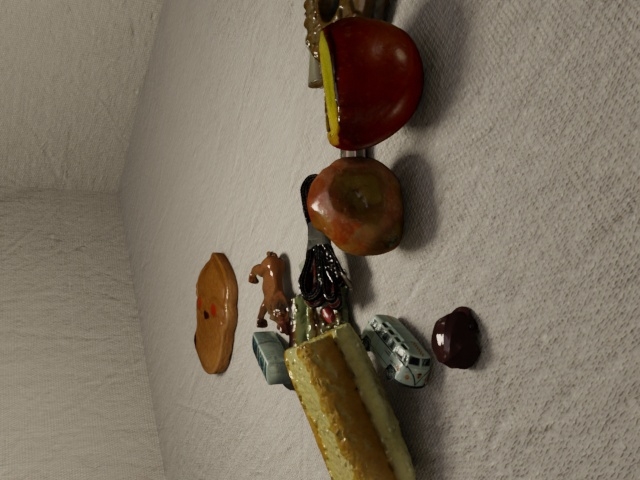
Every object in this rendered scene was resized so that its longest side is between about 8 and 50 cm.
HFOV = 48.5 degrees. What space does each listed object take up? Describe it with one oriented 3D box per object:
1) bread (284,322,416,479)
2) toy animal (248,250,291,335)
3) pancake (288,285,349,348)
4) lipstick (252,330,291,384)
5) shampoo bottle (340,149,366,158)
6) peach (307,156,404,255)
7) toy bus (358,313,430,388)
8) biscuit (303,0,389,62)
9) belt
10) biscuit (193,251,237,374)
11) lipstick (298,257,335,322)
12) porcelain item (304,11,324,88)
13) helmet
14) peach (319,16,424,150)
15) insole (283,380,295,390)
[{"bbox_3d":[0.061,0.382,1.557,0.375,0.165,0.236,66,160,9],"label":"bread"},{"bbox_3d":[-0.134,0.143,2.108,0.157,0.097,0.312,-39,53,48],"label":"toy animal"},{"bbox_3d":[0.008,0.285,1.824,0.305,0.067,0.426,-52,40,44],"label":"pancake"},{"bbox_3d":[-0.143,0.336,2.055,0.290,0.076,0.077,-147,56,-73],"label":"lipstick"},{"bbox_3d":[0.082,-0.118,1.727,0.086,0.056,0.227,165,105,-65],"label":"shampoo bottle"},{"bbox_3d":[0.093,-0.068,1.561,0.235,0.214,0.214,49,134,28],"label":"peach"},{"bbox_3d":[0.165,0.235,1.524,0.194,0.087,0.089,48,121,55],"label":"toy bus"},{"bbox_3d":[0.058,-0.584,1.745,0.332,0.103,0.331,-3,86,62],"label":"biscuit"},{"bbox_3d":[0.000,0.000,1.782,0.094,0.126,0.359,62,-160,-61],"label":"belt"},{"bbox_3d":[-0.393,0.270,2.630,0.350,0.078,0.455,14,101,58],"label":"biscuit"},{"bbox_3d":[-0.001,0.134,1.804,0.057,0.063,0.186,-44,50,33],"label":"lipstick"},{"bbox_3d":[-0.011,-0.524,1.927,0.084,0.054,0.213,-17,75,59],"label":"porcelain item"},{"bbox_3d":[0.252,0.189,1.369,0.098,0.070,0.123,-40,55,56],"label":"helmet"},{"bbox_3d":[0.098,-0.325,1.511,0.245,0.249,0.274,-1,79,23],"label":"peach"},{"bbox_3d":[-0.057,0.370,2.021,0.309,0.012,0.110,-25,62,59],"label":"insole"}]
